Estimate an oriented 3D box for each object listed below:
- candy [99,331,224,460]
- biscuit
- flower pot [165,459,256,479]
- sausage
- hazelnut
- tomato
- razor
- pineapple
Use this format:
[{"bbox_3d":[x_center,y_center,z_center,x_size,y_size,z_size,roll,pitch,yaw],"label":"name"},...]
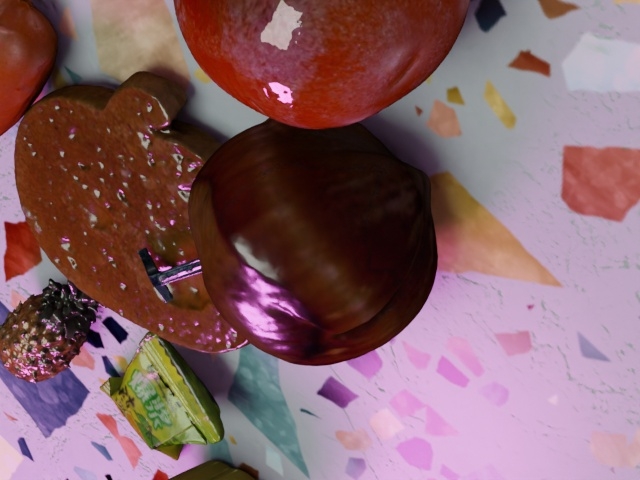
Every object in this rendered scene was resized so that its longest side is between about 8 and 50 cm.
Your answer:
[{"bbox_3d":[-0.198,0.205,1.469,0.149,0.069,0.246,53,155,3],"label":"candy"},{"bbox_3d":[-0.185,-0.041,1.309,0.367,0.063,0.314,26,128,25],"label":"biscuit"},{"bbox_3d":[-0.151,0.371,1.469,0.195,0.179,0.195,23,130,31],"label":"flower pot"},{"bbox_3d":[-0.378,-0.174,1.338,0.258,0.133,0.133,-33,93,45],"label":"sausage"},{"bbox_3d":[0.000,0.000,1.074,0.229,0.229,0.229,22,130,29],"label":"hazelnut"},{"bbox_3d":[0.003,-0.185,0.934,0.232,0.232,0.188,12,142,36],"label":"tomato"},{"bbox_3d":[-0.119,0.025,1.233,0.190,0.033,0.066,-16,105,42],"label":"razor"},{"bbox_3d":[-0.322,0.099,1.502,0.108,0.108,0.197,52,129,0],"label":"pineapple"}]
